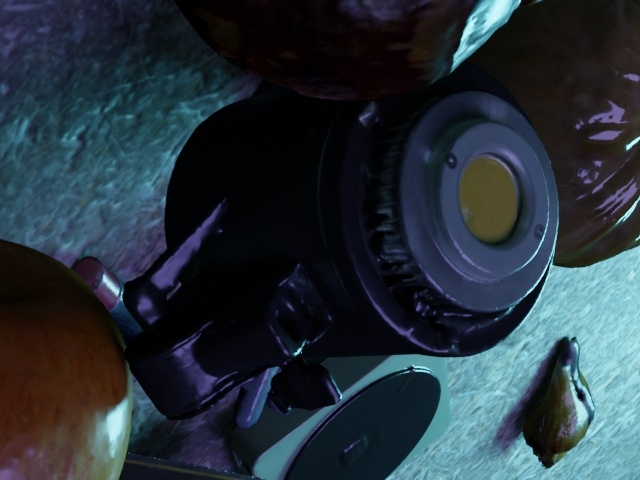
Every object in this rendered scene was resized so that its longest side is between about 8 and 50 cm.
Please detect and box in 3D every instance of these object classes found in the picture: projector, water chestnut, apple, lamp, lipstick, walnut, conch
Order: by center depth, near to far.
[{"bbox_3d":[-0.010,-0.259,0.955,0.335,0.347,0.335,13,90,-89],"label":"water chestnut"},{"bbox_3d":[-0.279,0.123,1.068,0.275,0.299,0.299,-57,149,6],"label":"apple"},{"bbox_3d":[0.039,-0.022,1.124,0.272,0.205,0.374,-17,-157,33],"label":"lamp"},{"bbox_3d":[0.200,-0.114,1.368,0.296,0.285,0.285,19,113,-44],"label":"walnut"},{"bbox_3d":[-0.155,0.076,1.395,0.053,0.053,0.234,-41,147,-6],"label":"lipstick"},{"bbox_3d":[0.025,0.206,1.744,0.259,0.079,0.257,-36,149,-15],"label":"projector"},{"bbox_3d":[0.336,0.233,2.164,0.086,0.080,0.232,-21,143,-48],"label":"conch"}]

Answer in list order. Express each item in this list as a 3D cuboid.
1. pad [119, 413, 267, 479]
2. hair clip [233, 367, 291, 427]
[{"bbox_3d":[-0.199,0.282,1.456,0.375,0.063,0.315,17,115,-42],"label":"pad"},{"bbox_3d":[-0.028,0.064,1.494,0.137,0.090,0.278,-12,138,-55],"label":"hair clip"}]
